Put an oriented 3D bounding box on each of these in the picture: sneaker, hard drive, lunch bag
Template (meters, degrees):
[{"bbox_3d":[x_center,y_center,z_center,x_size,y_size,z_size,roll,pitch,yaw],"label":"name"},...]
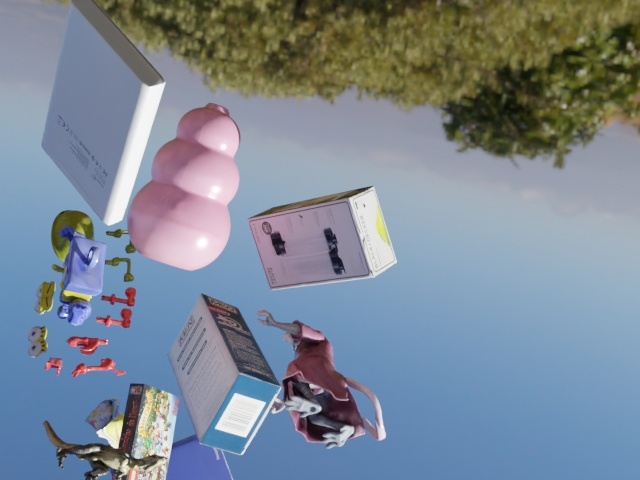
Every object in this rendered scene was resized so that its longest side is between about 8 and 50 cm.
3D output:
[{"bbox_3d":[-0.522,0.506,2.508,0.094,0.081,0.208,-8,160,8],"label":"sneaker"},{"bbox_3d":[-0.426,0.702,2.738,0.319,0.210,0.040,-20,170,-14],"label":"hard drive"},{"bbox_3d":[-0.399,-0.224,1.686,0.047,0.353,0.233,-26,-114,-40],"label":"hard drive"},{"bbox_3d":[-0.517,0.415,2.265,0.053,0.083,0.071,40,174,3],"label":"lunch bag"}]

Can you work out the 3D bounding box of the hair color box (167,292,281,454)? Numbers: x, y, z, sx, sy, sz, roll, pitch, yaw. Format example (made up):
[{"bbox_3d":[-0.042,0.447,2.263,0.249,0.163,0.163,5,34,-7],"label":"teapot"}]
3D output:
[{"bbox_3d":[-0.209,0.271,1.966,0.105,0.174,0.347,24,-166,-28],"label":"hair color box"}]

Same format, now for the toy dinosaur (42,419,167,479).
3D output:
[{"bbox_3d":[-0.422,0.400,1.732,0.268,0.064,0.118,15,-167,13],"label":"toy dinosaur"}]

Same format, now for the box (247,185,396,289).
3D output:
[{"bbox_3d":[0.000,0.000,1.921,0.290,0.169,0.087,-11,-169,42],"label":"box"}]

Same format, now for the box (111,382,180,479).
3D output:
[{"bbox_3d":[-0.411,0.469,2.228,0.044,0.233,0.159,-1,160,24],"label":"box"}]

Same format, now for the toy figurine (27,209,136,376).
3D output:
[{"bbox_3d":[-0.426,0.055,1.785,0.191,0.362,0.217,13,145,-18],"label":"toy figurine"}]

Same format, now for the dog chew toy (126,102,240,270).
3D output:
[{"bbox_3d":[-0.256,-0.113,1.879,0.207,0.331,0.206,19,179,0],"label":"dog chew toy"}]

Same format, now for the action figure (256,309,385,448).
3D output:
[{"bbox_3d":[-0.007,0.294,2.205,0.276,0.248,0.370,-6,-153,0],"label":"action figure"}]
